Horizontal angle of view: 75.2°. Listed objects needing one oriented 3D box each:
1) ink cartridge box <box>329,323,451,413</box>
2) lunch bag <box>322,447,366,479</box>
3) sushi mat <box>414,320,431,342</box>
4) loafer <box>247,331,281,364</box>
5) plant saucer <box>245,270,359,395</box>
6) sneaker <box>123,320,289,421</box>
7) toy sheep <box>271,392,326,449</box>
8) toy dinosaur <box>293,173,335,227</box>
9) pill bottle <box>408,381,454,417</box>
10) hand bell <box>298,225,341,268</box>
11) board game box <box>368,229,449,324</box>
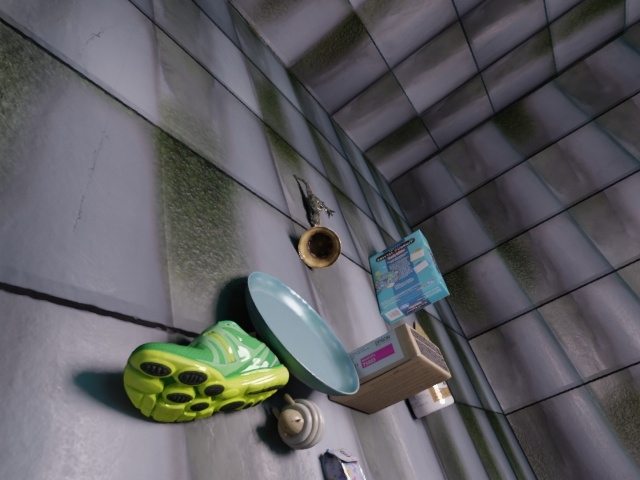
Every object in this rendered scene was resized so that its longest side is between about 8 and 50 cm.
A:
[{"bbox_3d":[0.157,0.310,0.977,0.193,0.234,0.088,40,25,-42],"label":"ink cartridge box"},{"bbox_3d":[0.045,0.436,0.787,0.071,0.053,0.083,37,19,-49],"label":"lunch bag"},{"bbox_3d":[0.439,0.470,1.744,0.151,0.019,0.316,54,19,-8],"label":"sushi mat"},{"bbox_3d":[-0.101,0.209,0.797,0.125,0.039,0.045,40,25,-41],"label":"loafer"},{"bbox_3d":[-0.044,0.193,0.853,0.317,0.043,0.317,45,8,-8],"label":"plant saucer"},{"bbox_3d":[-0.166,0.185,0.613,0.124,0.109,0.295,52,11,31],"label":"sneaker"},{"bbox_3d":[-0.033,0.320,0.729,0.132,0.091,0.091,41,24,-52],"label":"toy sheep"},{"bbox_3d":[-0.017,-0.135,1.510,0.118,0.064,0.268,26,32,-45],"label":"toy dinosaur"},{"bbox_3d":[0.317,0.433,1.335,0.131,0.131,0.230,25,37,-57],"label":"pill bottle"},{"bbox_3d":[0.000,0.000,1.318,0.126,0.126,0.242,55,7,-8],"label":"hand bell"},{"bbox_3d":[0.338,0.137,1.654,0.079,0.253,0.336,47,22,-29],"label":"board game box"}]
